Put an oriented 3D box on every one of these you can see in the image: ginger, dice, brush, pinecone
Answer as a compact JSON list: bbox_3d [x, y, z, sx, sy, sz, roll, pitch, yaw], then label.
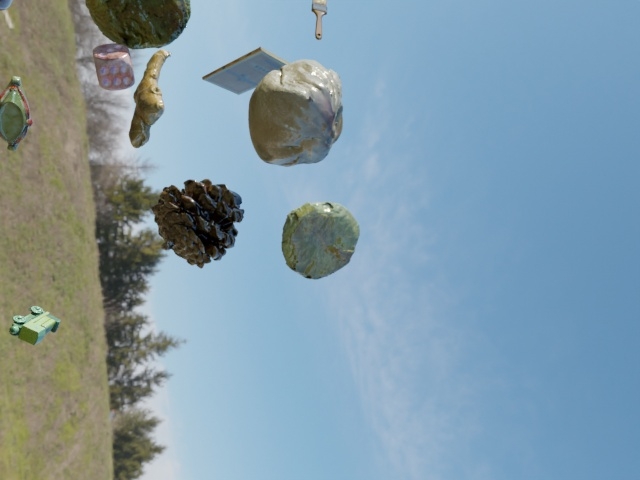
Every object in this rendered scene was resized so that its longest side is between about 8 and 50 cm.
[{"bbox_3d":[-0.532,-0.452,1.728,0.148,0.081,0.334,-21,-118,49],"label":"ginger"},{"bbox_3d":[-0.539,-0.453,1.445,0.094,0.093,0.091,97,-25,-47],"label":"dice"},{"bbox_3d":[-0.004,-0.583,1.448,0.014,0.043,0.170,116,-21,-57],"label":"brush"},{"bbox_3d":[-0.335,-0.058,1.515,0.257,0.243,0.244,-70,175,-53],"label":"pinecone"}]

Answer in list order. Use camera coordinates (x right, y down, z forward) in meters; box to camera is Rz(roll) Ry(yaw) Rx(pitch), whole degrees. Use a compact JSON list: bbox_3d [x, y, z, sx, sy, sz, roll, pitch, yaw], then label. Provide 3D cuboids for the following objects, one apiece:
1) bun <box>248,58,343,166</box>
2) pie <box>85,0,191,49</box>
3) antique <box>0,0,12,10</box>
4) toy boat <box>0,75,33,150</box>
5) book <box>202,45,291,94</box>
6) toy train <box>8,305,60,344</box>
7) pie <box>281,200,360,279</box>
[{"bbox_3d":[-0.045,-0.314,1.393,0.204,0.281,0.282,11,-70,26],"label":"bun"},{"bbox_3d":[-0.473,-0.629,1.426,0.078,0.276,0.277,-103,-162,-63],"label":"pie"},{"bbox_3d":[-0.777,-0.648,1.265,0.278,0.128,0.224,-120,-145,-55],"label":"antique"},{"bbox_3d":[-0.734,-0.294,1.322,0.071,0.089,0.185,-123,-134,-56],"label":"toy boat"},{"bbox_3d":[-0.222,-0.519,1.718,0.241,0.170,0.018,-13,-101,33],"label":"book"},{"bbox_3d":[-0.671,0.198,1.301,0.122,0.081,0.050,-62,176,-77],"label":"toy train"},{"bbox_3d":[0.000,0.000,1.884,0.071,0.306,0.307,-133,-137,-58],"label":"pie"}]
